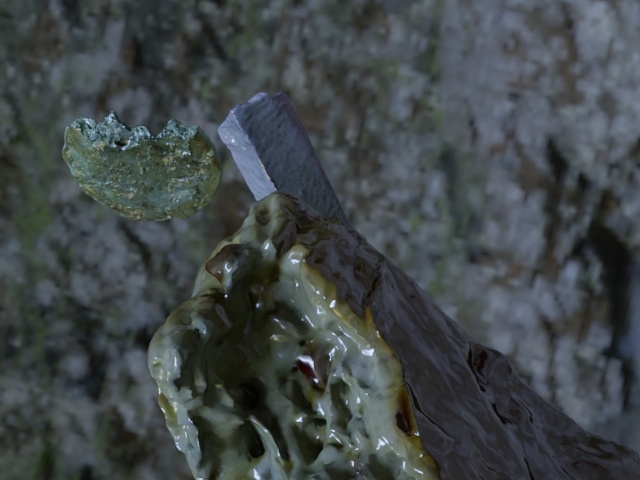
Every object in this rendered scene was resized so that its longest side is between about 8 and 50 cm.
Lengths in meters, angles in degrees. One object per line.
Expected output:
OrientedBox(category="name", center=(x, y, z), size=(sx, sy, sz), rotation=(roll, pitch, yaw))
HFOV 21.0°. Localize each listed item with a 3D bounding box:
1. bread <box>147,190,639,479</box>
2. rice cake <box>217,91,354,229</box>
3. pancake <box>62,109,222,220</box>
OrientedBox(category="bread", center=(0.038, 0.174, 1.066), size=(0.191, 0.370, 0.314), rotation=(-45, 12, 27))
OrientedBox(category="rice cake", center=(0.000, 0.000, 1.679), size=(0.073, 0.056, 0.365), rotation=(-43, -57, -20))
OrientedBox(category="pancake", center=(-0.142, -0.057, 1.368), size=(0.116, 0.130, 0.022), rotation=(98, -175, -50))
